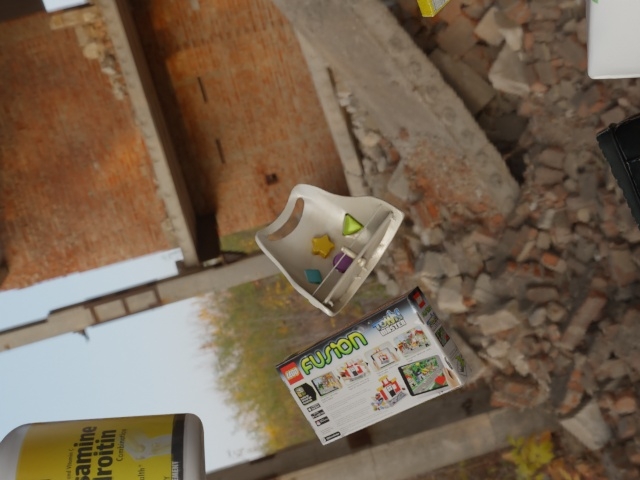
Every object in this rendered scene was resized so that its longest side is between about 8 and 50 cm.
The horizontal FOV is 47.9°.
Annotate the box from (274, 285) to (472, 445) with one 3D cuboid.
[{"bbox_3d":[0.055,0.147,0.823,0.114,0.207,0.036,58,-148,1],"label":"box"}]

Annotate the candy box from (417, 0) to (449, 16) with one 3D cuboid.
[{"bbox_3d":[0.148,-0.433,1.012,0.027,0.105,0.206,18,144,47],"label":"candy box"}]

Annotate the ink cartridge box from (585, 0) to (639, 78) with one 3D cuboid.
[{"bbox_3d":[0.284,-0.273,0.638,0.160,0.092,0.219,72,-153,-44],"label":"ink cartridge box"}]

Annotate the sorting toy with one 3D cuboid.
[{"bbox_3d":[0.000,0.000,0.474,0.075,0.083,0.045,35,163,11],"label":"sorting toy"}]

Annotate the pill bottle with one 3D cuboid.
[{"bbox_3d":[-0.178,0.184,0.530,0.103,0.184,0.103,178,90,-83],"label":"pill bottle"}]

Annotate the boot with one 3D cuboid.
[{"bbox_3d":[0.514,-0.095,0.957,0.207,0.094,0.247,-32,80,43],"label":"boot"}]
